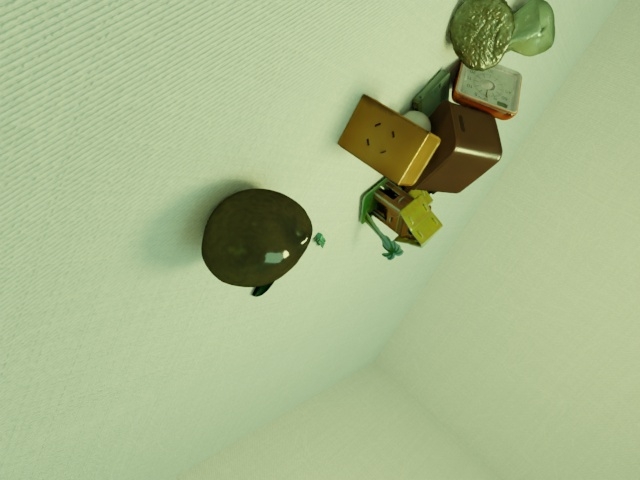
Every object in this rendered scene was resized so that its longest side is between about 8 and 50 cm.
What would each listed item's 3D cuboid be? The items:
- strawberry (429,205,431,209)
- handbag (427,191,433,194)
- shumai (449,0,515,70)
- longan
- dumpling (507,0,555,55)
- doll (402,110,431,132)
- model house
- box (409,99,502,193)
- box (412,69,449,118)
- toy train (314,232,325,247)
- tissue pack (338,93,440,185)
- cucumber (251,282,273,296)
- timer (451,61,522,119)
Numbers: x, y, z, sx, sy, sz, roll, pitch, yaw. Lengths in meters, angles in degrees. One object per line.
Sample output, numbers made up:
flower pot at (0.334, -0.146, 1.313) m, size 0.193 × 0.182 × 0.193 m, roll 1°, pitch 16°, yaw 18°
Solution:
strawberry at (0.522, -0.122, 2.551) m, size 0.286 × 0.106 × 0.188 m, roll -39°, pitch 154°, yaw -25°
handbag at (0.632, -0.373, 2.428) m, size 0.275 × 0.088 × 0.244 m, roll -31°, pitch 145°, yaw -33°
shumai at (0.584, -0.781, 1.742) m, size 0.204 × 0.221 × 0.272 m, roll -78°, pitch 173°, yaw -50°
longan at (-0.180, -0.013, 1.356) m, size 0.350 × 0.288 × 0.289 m, roll -39°, pitch 154°, yaw -43°
dumpling at (0.907, -0.891, 2.034) m, size 0.320 × 0.212 × 0.270 m, roll 0°, pitch 129°, yaw -46°
doll at (0.347, -0.401, 1.798) m, size 0.221 × 0.221 × 0.251 m, roll -51°, pitch -179°, yaw 0°
model house at (0.387, -0.093, 2.111) m, size 0.300 × 0.323 × 0.340 m, roll -38°, pitch 152°, yaw -23°
box at (0.525, -0.357, 1.888) m, size 0.229 × 0.240 × 0.339 m, roll 6°, pitch 155°, yaw -20°
box at (0.459, -0.549, 1.942) m, size 0.211 × 0.045 × 0.270 m, roll -47°, pitch 154°, yaw -8°
toy train at (0.000, 0.000, 1.946) m, size 0.045 × 0.029 × 0.092 m, roll -64°, pitch 160°, yaw -8°
tissue pack at (0.230, -0.332, 1.586) m, size 0.145 × 0.274 × 0.195 m, roll -2°, pitch 127°, yaw -58°
cucumber at (-0.171, 0.109, 1.779) m, size 0.284 × 0.056 × 0.056 m, roll -53°, pitch 155°, yaw 17°
timer at (0.660, -0.596, 1.896) m, size 0.161 × 0.257 × 0.250 m, roll 111°, pitch -1°, yaw -45°
